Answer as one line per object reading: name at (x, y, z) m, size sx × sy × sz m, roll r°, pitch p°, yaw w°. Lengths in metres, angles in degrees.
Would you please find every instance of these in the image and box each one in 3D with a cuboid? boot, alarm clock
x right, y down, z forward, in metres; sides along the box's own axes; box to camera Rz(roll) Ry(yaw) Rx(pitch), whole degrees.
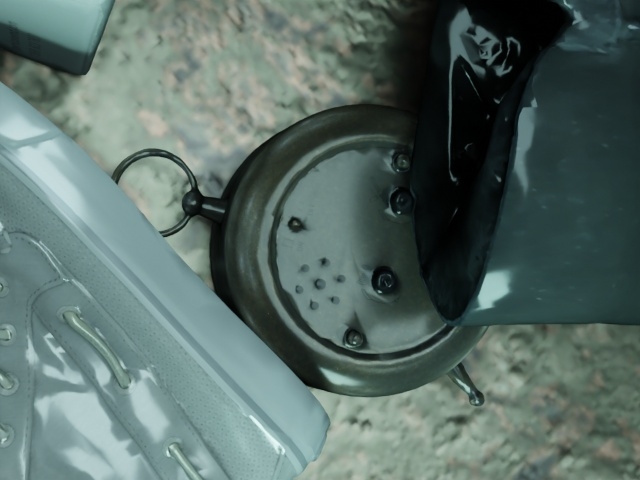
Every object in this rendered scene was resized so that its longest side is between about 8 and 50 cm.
boot at (0.255, 0.028, 0.555) m, size 0.445 × 0.146 × 0.367 m, roll 9°, pitch 73°, yaw -24°
alarm clock at (0.000, 0.000, 0.572) m, size 0.192 × 0.064 × 0.129 m, roll 15°, pitch 84°, yaw -9°
boot at (-0.121, 0.037, 0.521) m, size 0.258 × 0.095 × 0.123 m, roll 45°, pitch 72°, yaw -9°

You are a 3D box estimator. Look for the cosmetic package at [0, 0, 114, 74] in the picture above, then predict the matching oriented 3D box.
cosmetic package at (-0.259, -0.254, 0.468) m, size 0.453 × 0.161 × 0.230 m, roll 21°, pitch 83°, yaw -12°
